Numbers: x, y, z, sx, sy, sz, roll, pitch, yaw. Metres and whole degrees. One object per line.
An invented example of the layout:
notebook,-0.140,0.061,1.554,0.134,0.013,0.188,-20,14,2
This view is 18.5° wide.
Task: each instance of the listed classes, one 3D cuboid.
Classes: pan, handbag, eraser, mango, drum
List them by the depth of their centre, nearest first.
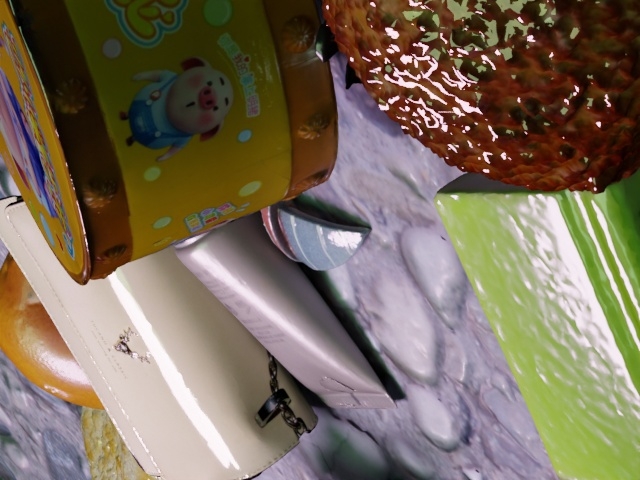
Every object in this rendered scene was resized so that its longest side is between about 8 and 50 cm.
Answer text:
pan,0.031,-0.161,1.405,0.028,0.235,0.136,12,110,7
eraser,0.218,0.062,1.472,0.210,0.092,0.274,2,122,56
drum,-0.165,-0.194,1.520,0.431,0.214,0.431,158,90,-76
handbag,-0.172,0.071,2.028,0.236,0.160,0.358,-7,117,56
mango,-0.263,0.100,2.223,0.236,0.136,0.166,24,100,13

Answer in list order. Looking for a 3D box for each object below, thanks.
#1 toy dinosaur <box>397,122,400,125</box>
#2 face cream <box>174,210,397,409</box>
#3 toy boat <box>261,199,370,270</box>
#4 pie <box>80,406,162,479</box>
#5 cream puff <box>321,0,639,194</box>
toy dinosaur,0.135,-0.118,1.470,0.179,0.087,0.187,20,168,-1
face cream,-0.053,0.051,1.905,0.314,0.089,0.143,53,154,-15
toy boat,0.000,0.000,1.806,0.122,0.034,0.096,22,145,44
pie,-0.213,0.264,2.381,0.274,0.105,0.257,-19,96,62
cream puff,0.114,-0.177,1.211,0.350,0.228,0.350,41,152,28
